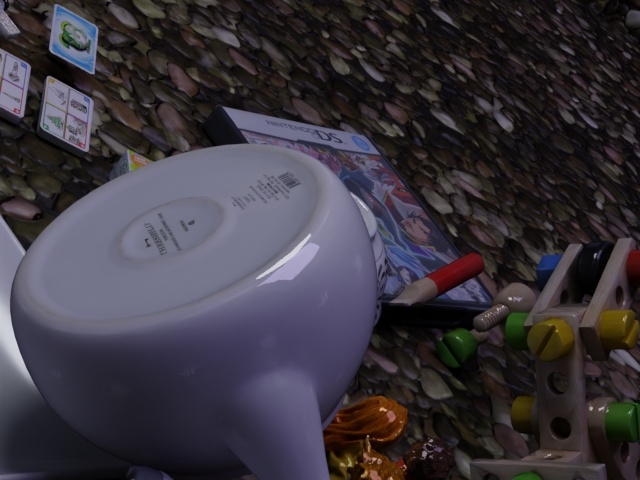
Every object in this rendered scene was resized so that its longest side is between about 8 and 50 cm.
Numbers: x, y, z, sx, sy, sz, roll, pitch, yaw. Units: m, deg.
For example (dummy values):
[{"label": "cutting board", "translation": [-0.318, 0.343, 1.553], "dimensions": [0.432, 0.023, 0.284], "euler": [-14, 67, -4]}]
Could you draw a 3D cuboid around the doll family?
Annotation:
[{"label": "doll family", "translation": [0.008, 0.193, 1.073], "dimensions": [0.118, 0.163, 0.263], "euler": [36, 24, -7]}]

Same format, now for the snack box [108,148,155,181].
[{"label": "snack box", "translation": [-0.129, -0.010, 1.383], "dimensions": [0.100, 0.037, 0.141], "euler": [27, 26, -26]}]

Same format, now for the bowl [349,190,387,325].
[{"label": "bowl", "translation": [0.000, 0.000, 1.435], "dimensions": [0.170, 0.080, 0.170], "euler": [24, 32, -16]}]

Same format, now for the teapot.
[{"label": "teapot", "translation": [-0.070, 0.066, 1.053], "dimensions": [0.256, 0.253, 0.187], "euler": [-58, 138, -47]}]

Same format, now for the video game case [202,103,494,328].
[{"label": "video game case", "translation": [0.035, -0.022, 1.639], "dimensions": [0.248, 0.035, 0.275], "euler": [7, 39, -50]}]

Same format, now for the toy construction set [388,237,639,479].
[{"label": "toy construction set", "translation": [0.190, 0.126, 1.423], "dimensions": [0.309, 0.257, 0.237], "euler": [28, 30, 29]}]

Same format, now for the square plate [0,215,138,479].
[{"label": "square plate", "translation": [-0.311, 0.042, 1.028], "dimensions": [0.347, 0.049, 0.344], "euler": [2, 42, -53]}]

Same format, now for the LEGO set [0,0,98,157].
[{"label": "LEGO set", "translation": [-0.293, -0.187, 1.475], "dimensions": [0.182, 0.060, 0.244], "euler": [28, 37, -27]}]

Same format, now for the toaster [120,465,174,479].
[{"label": "toaster", "translation": [-0.086, 0.244, 0.898], "dimensions": [0.146, 0.129, 0.227], "euler": [35, 23, -14]}]
